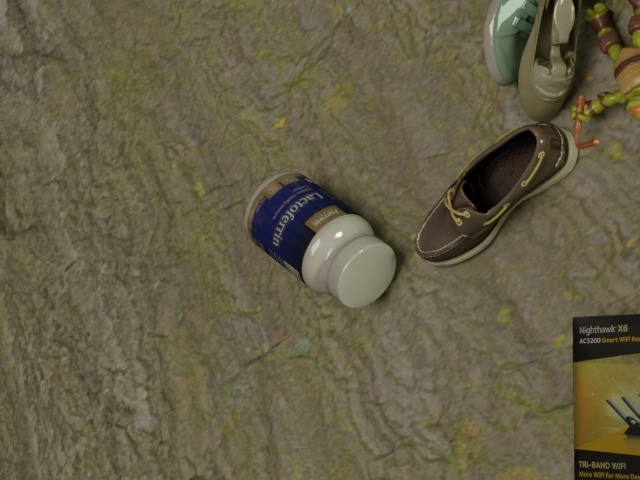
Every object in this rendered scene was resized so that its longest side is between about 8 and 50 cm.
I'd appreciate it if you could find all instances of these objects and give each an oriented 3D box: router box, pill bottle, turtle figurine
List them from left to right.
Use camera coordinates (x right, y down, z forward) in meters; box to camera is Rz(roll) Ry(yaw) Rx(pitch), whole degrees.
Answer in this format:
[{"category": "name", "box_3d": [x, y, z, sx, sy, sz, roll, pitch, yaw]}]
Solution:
[{"category": "pill bottle", "box_3d": [0.000, 0.000, 2.121, 0.265, 0.153, 0.153, 37, 109, 40]}, {"category": "turtle figurine", "box_3d": [0.459, -0.259, 1.761, 0.269, 0.087, 0.217, -39, 47, 51]}, {"category": "router box", "box_3d": [0.493, 0.219, 1.661, 0.309, 0.081, 0.242, -7, 78, 43]}]

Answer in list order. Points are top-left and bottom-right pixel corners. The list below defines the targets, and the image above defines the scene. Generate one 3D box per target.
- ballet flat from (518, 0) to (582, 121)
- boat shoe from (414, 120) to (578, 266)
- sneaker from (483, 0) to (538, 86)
[{"category": "ballet flat", "box_3d": [0.348, -0.287, 1.830, 0.086, 0.086, 0.248, 26, 123, 43]}, {"category": "boat shoe", "box_3d": [0.254, -0.072, 1.925, 0.324, 0.097, 0.116, -40, 58, 33]}, {"category": "sneaker", "box_3d": [0.346, -0.355, 1.884, 0.151, 0.094, 0.255, 19, 98, 41]}]
